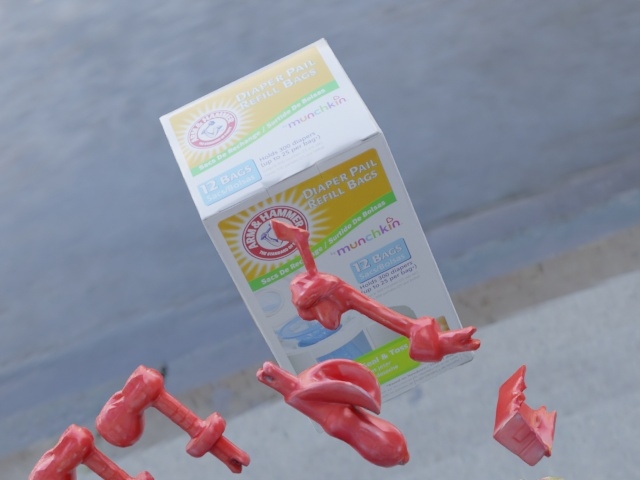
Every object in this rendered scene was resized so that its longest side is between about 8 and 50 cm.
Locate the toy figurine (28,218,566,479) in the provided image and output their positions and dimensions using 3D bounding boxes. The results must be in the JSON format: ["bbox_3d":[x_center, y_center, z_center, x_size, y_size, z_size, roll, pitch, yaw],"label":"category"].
[{"bbox_3d":[-0.067,0.194,0.676,0.362,0.191,0.217,-45,10,25],"label":"toy figurine"}]

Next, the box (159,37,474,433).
[{"bbox_3d":[0.000,0.000,0.963,0.114,0.203,0.103,-26,43,-1],"label":"box"}]
